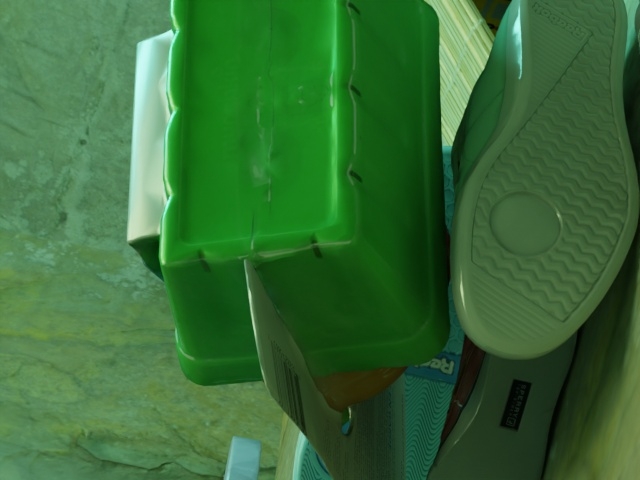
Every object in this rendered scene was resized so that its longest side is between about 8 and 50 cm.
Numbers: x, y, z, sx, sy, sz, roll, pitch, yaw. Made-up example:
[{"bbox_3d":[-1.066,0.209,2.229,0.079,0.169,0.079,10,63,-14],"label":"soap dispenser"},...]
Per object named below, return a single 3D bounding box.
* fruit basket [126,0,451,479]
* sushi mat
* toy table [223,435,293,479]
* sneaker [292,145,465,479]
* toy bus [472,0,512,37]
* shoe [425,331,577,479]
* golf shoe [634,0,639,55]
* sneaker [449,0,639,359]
[{"bbox_3d":[0.000,0.000,1.095,0.353,0.165,0.327,69,-162,-63],"label":"fruit basket"},{"bbox_3d":[0.073,-0.180,1.405,0.316,0.019,0.151,61,161,22],"label":"sushi mat"},{"bbox_3d":[-0.021,0.286,1.658,0.274,0.161,0.252,116,164,-79],"label":"toy table"},{"bbox_3d":[0.056,0.093,1.393,0.208,0.127,0.319,146,145,-82],"label":"sneaker"},{"bbox_3d":[0.137,-0.329,1.522,0.130,0.108,0.332,111,170,-67],"label":"toy bus"},{"bbox_3d":[0.107,0.098,1.087,0.081,0.063,0.178,-83,11,-71],"label":"shoe"},{"bbox_3d":[0.168,-0.095,0.720,0.198,0.077,0.094,50,-139,-86],"label":"golf shoe"},{"bbox_3d":[0.116,-0.016,1.024,0.151,0.094,0.256,108,177,-55],"label":"sneaker"}]
